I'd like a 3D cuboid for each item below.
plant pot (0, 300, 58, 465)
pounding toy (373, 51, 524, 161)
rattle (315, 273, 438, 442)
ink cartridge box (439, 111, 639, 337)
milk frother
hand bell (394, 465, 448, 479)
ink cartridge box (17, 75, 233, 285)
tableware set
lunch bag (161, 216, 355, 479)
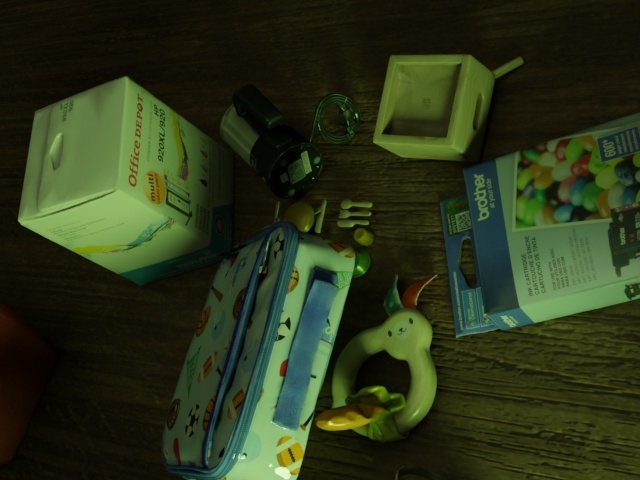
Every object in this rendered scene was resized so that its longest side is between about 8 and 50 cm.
[{"bbox_3d":[-0.535,0.181,1.288,0.267,0.236,0.267,15,77,38],"label":"plant pot"},{"bbox_3d":[0.155,-0.169,1.107,0.130,0.100,0.141,8,84,36],"label":"pounding toy"},{"bbox_3d":[0.058,0.111,1.003,0.130,0.143,0.199,16,83,52],"label":"rattle"},{"bbox_3d":[0.268,-0.020,0.975,0.311,0.065,0.185,-18,59,27],"label":"ink cartridge box"},{"bbox_3d":[-0.039,-0.150,1.224,0.143,0.129,0.135,-20,46,-28],"label":"milk frother"},{"bbox_3d":[0.061,0.357,0.920,0.126,0.126,0.242,45,108,38],"label":"hand bell"},{"bbox_3d":[-0.248,-0.072,1.222,0.168,0.233,0.171,-16,61,27],"label":"ink cartridge box"},{"bbox_3d":[0.000,0.000,1.164,0.154,0.024,0.104,1,72,32],"label":"tableware set"},{"bbox_3d":[-0.069,0.124,1.026,0.243,0.115,0.303,-24,49,63],"label":"lunch bag"}]
